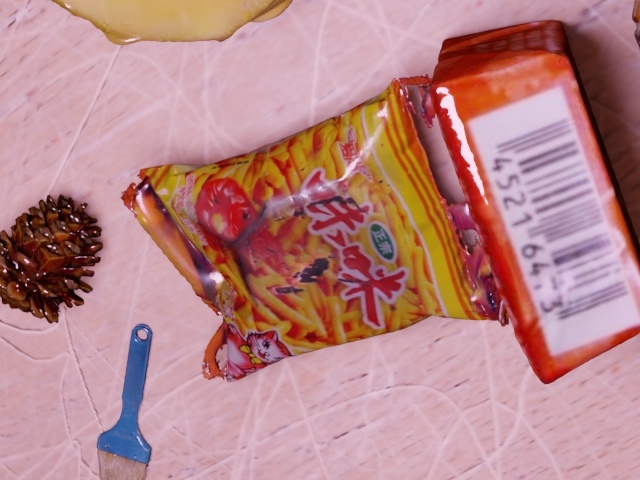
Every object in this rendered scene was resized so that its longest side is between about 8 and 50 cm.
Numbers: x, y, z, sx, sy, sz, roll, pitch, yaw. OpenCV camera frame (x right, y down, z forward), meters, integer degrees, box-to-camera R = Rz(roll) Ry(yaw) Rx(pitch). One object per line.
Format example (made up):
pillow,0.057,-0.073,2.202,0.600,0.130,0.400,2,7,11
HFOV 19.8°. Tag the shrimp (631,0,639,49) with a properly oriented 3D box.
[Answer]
shrimp,0.341,-0.130,1.387,0.236,0.053,0.133,31,118,6

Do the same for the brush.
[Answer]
brush,-0.172,0.151,1.667,0.051,0.014,0.164,15,111,11

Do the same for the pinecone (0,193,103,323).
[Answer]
pinecone,-0.241,0.012,1.598,0.102,0.102,0.109,22,95,10

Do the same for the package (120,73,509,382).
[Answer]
package,-0.002,-0.006,1.507,0.288,0.108,0.223,-16,113,16

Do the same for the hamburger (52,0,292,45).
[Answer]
hamburger,-0.086,-0.296,1.373,0.276,0.237,0.276,8,119,14

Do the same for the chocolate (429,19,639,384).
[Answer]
chocolate,0.168,-0.044,1.380,0.108,0.235,0.237,-21,100,10
